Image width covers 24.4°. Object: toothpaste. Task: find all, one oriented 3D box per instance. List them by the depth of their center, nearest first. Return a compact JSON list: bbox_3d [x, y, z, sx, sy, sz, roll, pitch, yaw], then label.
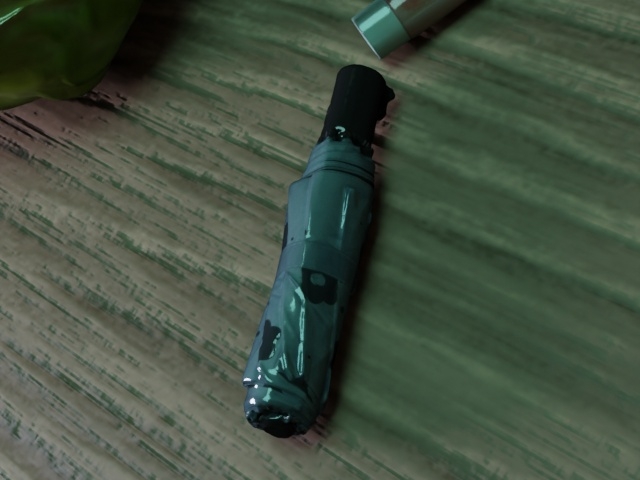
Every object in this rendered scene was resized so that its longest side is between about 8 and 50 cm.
[{"bbox_3d":[0.113,-0.191,0.960,0.205,0.036,0.056,-36,43,3],"label":"toothpaste"}]

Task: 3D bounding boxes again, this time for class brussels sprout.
[{"bbox_3d":[-0.270,-0.228,1.128,0.317,0.243,0.273,-13,78,30],"label":"brussels sprout"}]

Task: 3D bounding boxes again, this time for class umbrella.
[{"bbox_3d":[-0.002,-0.001,0.889,0.052,0.053,0.250,-6,57,33],"label":"umbrella"}]
